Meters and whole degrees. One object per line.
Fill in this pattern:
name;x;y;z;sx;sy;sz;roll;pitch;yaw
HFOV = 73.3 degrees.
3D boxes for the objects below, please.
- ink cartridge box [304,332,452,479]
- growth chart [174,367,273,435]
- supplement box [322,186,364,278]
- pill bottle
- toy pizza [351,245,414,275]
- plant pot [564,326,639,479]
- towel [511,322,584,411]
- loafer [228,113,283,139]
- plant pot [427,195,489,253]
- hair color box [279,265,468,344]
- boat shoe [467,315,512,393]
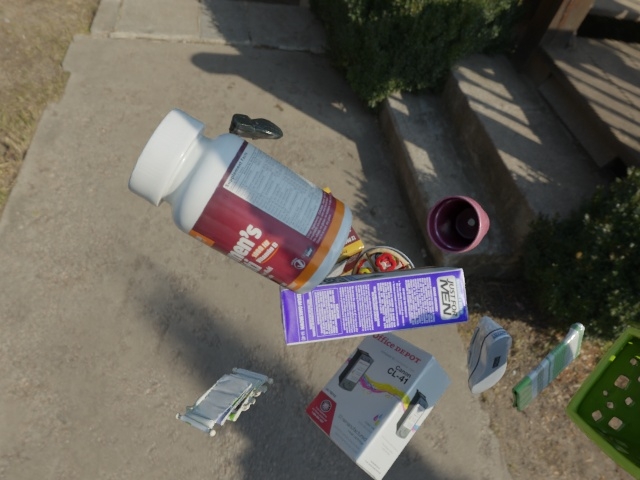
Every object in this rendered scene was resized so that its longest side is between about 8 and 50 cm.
ink cartridge box;0.144;0.399;1.104;0.306;0.131;0.226;-49;34;-15
growth chart;-0.258;0.436;1.187;0.171;0.021;0.237;11;31;37
supplement box;0.000;0.000;1.164;0.129;0.194;0.191;-26;73;-16
pill bottle;-0.084;-0.041;0.479;0.221;0.121;0.121;30;49;-15
toy pizza;0.183;0.117;1.268;0.201;0.201;0.032;32;21;13
plant pot;0.641;0.328;0.775;0.207;0.227;0.228;32;6;-5
towel;0.367;0.207;0.703;0.152;0.113;0.023;-39;47;-8
loafer;-0.194;-0.331;1.295;0.169;0.061;0.062;9;51;-32
plant pot;0.514;-0.059;1.554;0.180;0.201;0.201;-4;48;-48
hair color box;0.090;0.120;0.854;0.338;0.185;0.110;-4;88;-7
boat shoe;0.422;0.296;1.108;0.095;0.258;0.084;-11;41;-14
